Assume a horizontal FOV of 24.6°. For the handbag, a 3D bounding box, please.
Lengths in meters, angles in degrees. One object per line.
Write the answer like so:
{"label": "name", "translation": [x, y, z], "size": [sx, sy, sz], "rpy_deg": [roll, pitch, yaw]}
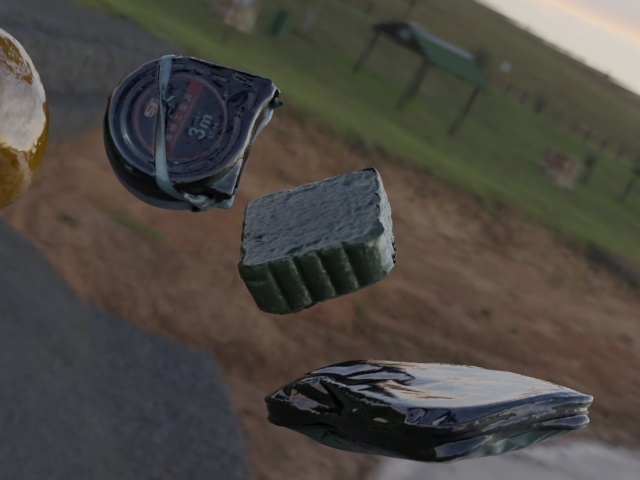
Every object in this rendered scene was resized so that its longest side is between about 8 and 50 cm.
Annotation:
{"label": "handbag", "translation": [0.091, 0.158, 1.386], "size": [0.192, 0.074, 0.332], "rpy_deg": [-9, 4, -31]}

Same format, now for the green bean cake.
{"label": "green bean cake", "translation": [0.000, 0.000, 1.822], "size": [0.183, 0.185, 0.094], "rpy_deg": [-88, 156, -59]}

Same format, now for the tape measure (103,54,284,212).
{"label": "tape measure", "translation": [-0.161, -0.125, 1.709], "size": [0.181, 0.182, 0.107], "rpy_deg": [23, -20, 6]}

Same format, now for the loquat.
{"label": "loquat", "translation": [-0.330, -0.115, 1.290], "size": [0.187, 0.176, 0.234], "rpy_deg": [31, -16, 15]}
